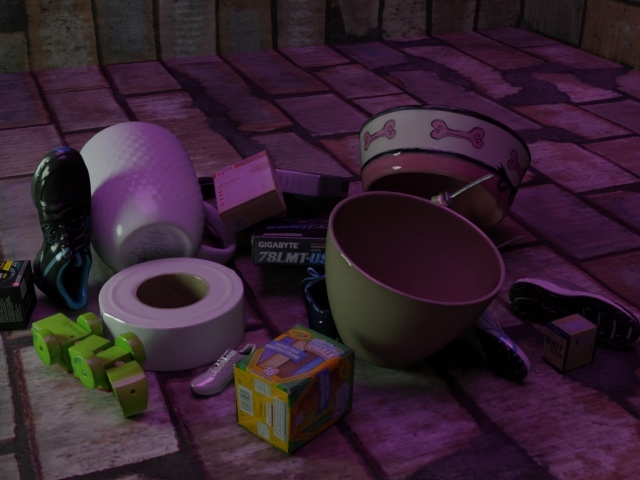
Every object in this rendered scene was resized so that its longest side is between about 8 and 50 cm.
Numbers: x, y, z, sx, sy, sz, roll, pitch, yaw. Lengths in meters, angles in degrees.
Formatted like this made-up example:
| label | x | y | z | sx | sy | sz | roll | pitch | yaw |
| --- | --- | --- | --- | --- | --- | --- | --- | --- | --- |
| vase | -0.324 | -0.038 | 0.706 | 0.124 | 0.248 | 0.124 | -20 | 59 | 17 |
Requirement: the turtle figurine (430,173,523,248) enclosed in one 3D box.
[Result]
| label | x | y | z | sx | sy | sz | roll | pitch | yaw |
| --- | --- | --- | --- | --- | --- | --- | --- | --- | --- |
| turtle figurine | 0.287 | -0.020 | 1.978 | 0.197 | 0.275 | 0.266 | 24 | 1 | -42 |

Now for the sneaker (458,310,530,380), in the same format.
| label | x | y | z | sx | sy | sz | roll | pitch | yaw |
| --- | --- | --- | --- | --- | --- | --- | --- | --- | --- |
| sneaker | 0.324 | 0.182 | 1.684 | 0.086 | 0.085 | 0.237 | -18 | 33 | -24 |

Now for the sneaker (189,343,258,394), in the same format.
| label | x | y | z | sx | sy | sz | roll | pitch | yaw |
| --- | --- | --- | --- | --- | --- | --- | --- | --- | --- |
| sneaker | -0.174 | 0.231 | 1.604 | 0.152 | 0.061 | 0.053 | -22 | 36 | -36 |

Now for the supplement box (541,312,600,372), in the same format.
| label | x | y | z | sx | sy | sz | roll | pitch | yaw |
| --- | --- | --- | --- | --- | --- | --- | --- | --- | --- |
| supplement box | 0.472 | 0.193 | 1.666 | 0.083 | 0.083 | 0.056 | -13 | 29 | -26 |

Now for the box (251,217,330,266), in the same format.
| label | x | y | z | sx | sy | sz | roll | pitch | yaw |
| --- | --- | --- | --- | --- | --- | --- | --- | --- | --- |
| box | 0.000 | 0.000 | 1.978 | 0.295 | 0.073 | 0.293 | 1 | 8 | 0 |

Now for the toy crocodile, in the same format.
| label | x | y | z | sx | sy | sz | roll | pitch | yaw |
| --- | --- | --- | --- | --- | --- | --- | --- | --- | --- |
| toy crocodile | -0.420 | 0.214 | 1.605 | 0.340 | 0.105 | 0.115 | 18 | 31 | 40 |

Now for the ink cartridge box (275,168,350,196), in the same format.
| label | x | y | z | sx | sy | sz | roll | pitch | yaw |
| --- | --- | --- | --- | --- | --- | --- | --- | --- | --- |
| ink cartridge box | -0.074 | -0.153 | 2.278 | 0.238 | 0.060 | 0.275 | 10 | 6 | 17 |

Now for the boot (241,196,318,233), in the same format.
| label | x | y | z | sx | sy | sz | roll | pitch | yaw |
| --- | --- | --- | --- | --- | --- | --- | --- | --- | --- |
| boot | -0.109 | -0.052 | 2.186 | 0.219 | 0.082 | 0.106 | 13 | 65 | -21 |

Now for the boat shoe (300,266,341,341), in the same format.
| label | x | y | z | sx | sy | sz | roll | pitch | yaw |
| --- | --- | --- | --- | --- | --- | --- | --- | --- | --- |
| boat shoe | 0.019 | 0.112 | 1.812 | 0.109 | 0.089 | 0.258 | -4 | 27 | -9 |

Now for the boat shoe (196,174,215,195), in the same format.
| label | x | y | z | sx | sy | sz | roll | pitch | yaw |
| --- | --- | --- | --- | --- | --- | --- | --- | --- | --- |
| boat shoe | -0.355 | -0.121 | 2.318 | 0.233 | 0.084 | 0.079 | -10 | 66 | -35 |

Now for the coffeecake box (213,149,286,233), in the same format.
| label | x | y | z | sx | sy | sz | roll | pitch | yaw |
| --- | --- | --- | --- | --- | --- | --- | --- | --- | --- |
| coffeecake box | -0.168 | -0.115 | 2.057 | 0.142 | 0.068 | 0.185 | -24 | 35 | 5 |

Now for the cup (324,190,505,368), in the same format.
| label | x | y | z | sx | sy | sz | roll | pitch | yaw |
| --- | --- | --- | --- | --- | --- | --- | --- | --- | --- |
| cup | 0.146 | 0.097 | 1.642 | 0.331 | 0.237 | 0.331 | 12 | 35 | -8 |

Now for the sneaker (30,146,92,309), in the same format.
| label | x | y | z | sx | sy | sz | roll | pitch | yaw |
| --- | --- | --- | --- | --- | --- | --- | --- | --- | --- |
| sneaker | -0.507 | -0.021 | 1.797 | 0.125 | 0.341 | 0.139 | -14 | 32 | -37 |

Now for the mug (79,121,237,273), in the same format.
| label | x | y | z | sx | sy | sz | roll | pitch | yaw |
| --- | --- | --- | --- | --- | --- | --- | --- | --- | --- |
| mug | -0.354 | -0.052 | 1.984 | 0.374 | 0.276 | 0.328 | 20 | 26 | -33 |

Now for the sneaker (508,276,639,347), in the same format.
| label | x | y | z | sx | sy | sz | roll | pitch | yaw |
| --- | --- | --- | --- | --- | --- | --- | --- | --- | --- |
| sneaker | 0.522 | 0.130 | 1.783 | 0.271 | 0.100 | 0.108 | 23 | 29 | 37 |

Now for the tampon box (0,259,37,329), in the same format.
| label | x | y | z | sx | sy | sz | roll | pitch | yaw |
| --- | --- | --- | --- | --- | --- | --- | --- | --- | --- |
| tampon box | -0.672 | 0.111 | 1.786 | 0.160 | 0.102 | 0.120 | -2 | 26 | -6 |

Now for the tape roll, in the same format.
| label | x | y | z | sx | sy | sz | roll | pitch | yaw |
| --- | --- | --- | --- | --- | --- | --- | --- | --- | --- |
| tape roll | -0.291 | 0.140 | 1.741 | 0.286 | 0.100 | 0.286 | 1 | 27 | -1 |

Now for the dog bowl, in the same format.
| label | x | y | z | sx | sy | sz | roll | pitch | yaw |
| --- | --- | --- | --- | --- | --- | --- | --- | --- | --- |
| dog bowl | 0.276 | -0.149 | 2.062 | 0.407 | 0.408 | 0.150 | 8 | 68 | 14 |

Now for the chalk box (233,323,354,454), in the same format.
| label | x | y | z | sx | sy | sz | roll | pitch | yaw |
| --- | --- | --- | --- | --- | --- | --- | --- | --- | --- |
| chalk box | -0.027 | 0.240 | 1.507 | 0.132 | 0.132 | 0.213 | 22 | 34 | 37 |
